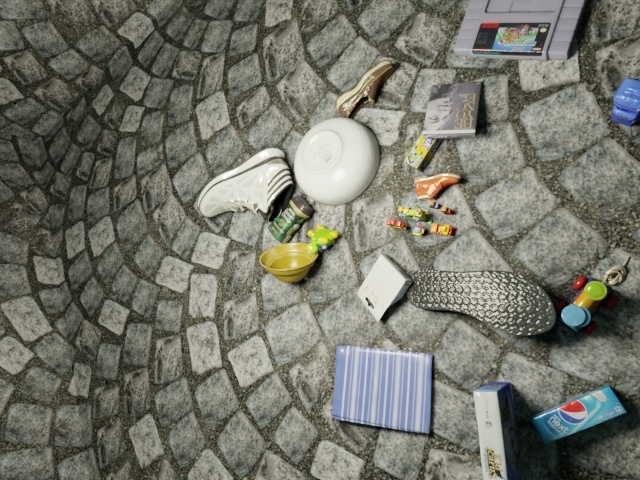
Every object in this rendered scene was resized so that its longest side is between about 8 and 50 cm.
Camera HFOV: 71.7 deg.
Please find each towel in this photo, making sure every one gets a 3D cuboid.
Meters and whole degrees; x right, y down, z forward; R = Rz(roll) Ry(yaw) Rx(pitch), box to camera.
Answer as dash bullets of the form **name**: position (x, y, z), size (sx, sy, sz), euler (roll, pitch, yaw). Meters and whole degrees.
- **towel**: position (0.194, 0.475, 1.436), size (0.336, 0.040, 0.243), euler (-2, 77, 28)

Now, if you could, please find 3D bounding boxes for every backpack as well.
- **backpack**: position (0.839, -0.369, 1.185), size (0.098, 0.120, 0.101), euler (29, 94, 31)

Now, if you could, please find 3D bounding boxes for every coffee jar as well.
- **coffee jar**: position (-0.113, -0.083, 1.711), size (0.184, 0.079, 0.096), euler (-48, 60, 13)

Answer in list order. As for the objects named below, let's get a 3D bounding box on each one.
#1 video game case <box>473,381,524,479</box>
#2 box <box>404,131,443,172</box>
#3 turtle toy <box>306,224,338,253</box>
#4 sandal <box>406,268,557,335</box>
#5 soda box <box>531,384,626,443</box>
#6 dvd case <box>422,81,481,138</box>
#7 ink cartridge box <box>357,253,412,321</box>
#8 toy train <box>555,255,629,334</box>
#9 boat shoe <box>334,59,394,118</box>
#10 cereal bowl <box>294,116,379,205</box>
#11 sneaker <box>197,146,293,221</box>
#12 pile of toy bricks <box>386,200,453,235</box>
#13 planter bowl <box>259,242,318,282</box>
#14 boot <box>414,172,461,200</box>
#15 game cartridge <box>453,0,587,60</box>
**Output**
- **video game case**: position (0.458, 0.497, 1.129), size (0.061, 0.270, 0.244), euler (-11, 74, 28)
- **box**: position (0.359, -0.320, 1.498), size (0.059, 0.054, 0.168), euler (37, 99, 31)
- **turtle toy**: position (0.000, 0.000, 1.615), size (0.095, 0.130, 0.066), euler (27, 135, 36)
- **sandal**: position (0.470, 0.164, 1.310), size (0.446, 0.107, 0.167), euler (10, 85, 45)
- **soda box**: position (0.659, 0.446, 1.138), size (0.210, 0.071, 0.067), euler (-35, 64, 20)
- **dvd case**: position (0.432, -0.428, 1.455), size (0.165, 0.018, 0.221), euler (4, 66, 23)
- **ink cartridge box**: position (0.211, 0.158, 1.479), size (0.145, 0.045, 0.179), euler (52, 126, 43)
- **toy train**: position (0.710, 0.126, 1.137), size (0.105, 0.143, 0.248), euler (40, 100, 31)
- **boat shoe**: position (0.178, -0.551, 1.646), size (0.257, 0.095, 0.095), euler (-37, 77, 25)
- **cereal bowl**: position (0.038, -0.306, 1.637), size (0.339, 0.141, 0.338), euler (-8, 74, 29)
- **sneaker**: position (-0.304, -0.161, 1.788), size (0.448, 0.169, 0.257), euler (-30, 64, 19)
- **pile of toy bricks**: position (0.319, -0.079, 1.438), size (0.212, 0.105, 0.117), euler (11, 85, 32)
- **planter bowl**: position (-0.110, 0.094, 1.637), size (0.217, 0.217, 0.090), euler (9, 120, 32)
- **boot**: position (0.386, -0.174, 1.453), size (0.158, 0.059, 0.084), euler (-7, 79, 38)
- **game cartridge**: position (0.632, -0.695, 1.420), size (0.355, 0.068, 0.230), euler (18, 84, 32)
